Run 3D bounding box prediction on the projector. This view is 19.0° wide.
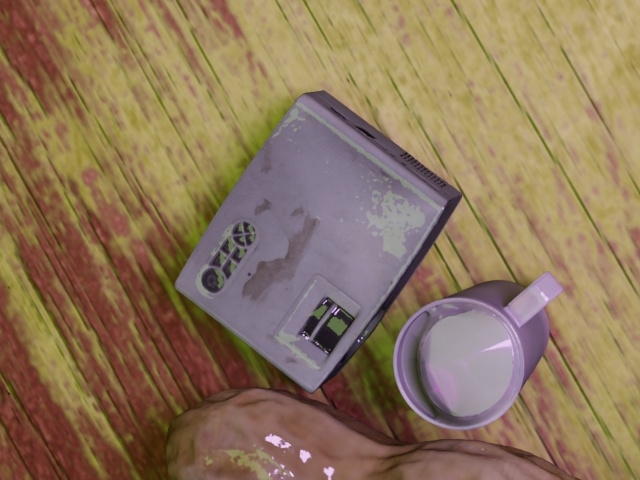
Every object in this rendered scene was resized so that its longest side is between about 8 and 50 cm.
[{"bbox_3d":[0.000,0.000,1.155,0.115,0.061,0.147,38,108,11],"label":"projector"}]

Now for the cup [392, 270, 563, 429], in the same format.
[{"bbox_3d":[0.102,0.052,1.100,0.074,0.116,0.104,47,110,7],"label":"cup"}]

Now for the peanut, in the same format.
[{"bbox_3d":[0.044,0.163,1.128,0.298,0.120,0.136,15,134,16],"label":"peanut"}]
